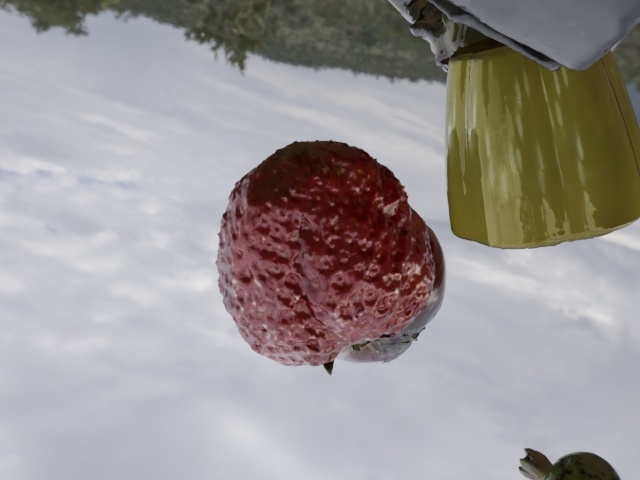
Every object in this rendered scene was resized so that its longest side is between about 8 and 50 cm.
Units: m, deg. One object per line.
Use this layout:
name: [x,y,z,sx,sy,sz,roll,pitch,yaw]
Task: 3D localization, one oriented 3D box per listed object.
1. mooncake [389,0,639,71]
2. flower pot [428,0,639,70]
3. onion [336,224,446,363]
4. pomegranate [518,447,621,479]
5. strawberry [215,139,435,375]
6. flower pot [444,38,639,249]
mooncake: [0.233,-0.354,1.038,0.393,0.246,0.394,39,-154,9]
flower pot: [0.132,-0.263,0.469,0.251,0.379,0.379,41,-162,1]
onion: [0.075,0.085,1.518,0.354,0.353,0.353,15,-164,-4]
pomegranate: [0.320,0.321,0.986,0.115,0.114,0.142,1,-163,-42]
strawberry: [0.000,0.000,0.865,0.258,0.276,0.257,-4,-129,5]
flower pot: [0.205,-0.106,0.728,0.195,0.179,0.195,-14,-163,4]
